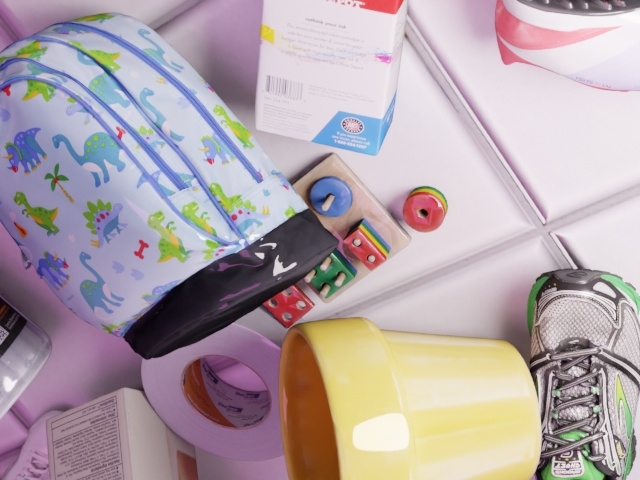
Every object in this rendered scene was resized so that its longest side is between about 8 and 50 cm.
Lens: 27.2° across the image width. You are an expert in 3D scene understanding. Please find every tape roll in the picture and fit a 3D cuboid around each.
[{"bbox_3d":[-0.103,0.162,1.602,0.219,0.072,0.219,9,125,14],"label":"tape roll"}]

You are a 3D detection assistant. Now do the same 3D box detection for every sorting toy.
[{"bbox_3d":[0.000,0.000,1.455,0.274,0.046,0.132,-37,101,28],"label":"sorting toy"}]

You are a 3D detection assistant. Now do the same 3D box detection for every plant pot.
[{"bbox_3d":[0.098,0.203,1.438,0.239,0.254,0.254,-6,127,-16],"label":"plant pot"}]

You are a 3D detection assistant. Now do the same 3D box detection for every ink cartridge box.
[{"bbox_3d":[0.013,-0.210,1.301,0.134,0.078,0.231,14,126,9],"label":"ink cartridge box"}]

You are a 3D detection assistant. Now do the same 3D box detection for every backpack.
[{"bbox_3d":[-0.202,-0.065,1.376,0.290,0.273,0.356,-31,82,44],"label":"backpack"}]

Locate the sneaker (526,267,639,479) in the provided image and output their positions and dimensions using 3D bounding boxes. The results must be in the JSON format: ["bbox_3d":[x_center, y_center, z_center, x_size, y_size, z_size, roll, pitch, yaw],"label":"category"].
[{"bbox_3d":[0.289,0.180,1.430,0.134,0.146,0.344,0,122,19],"label":"sneaker"}]

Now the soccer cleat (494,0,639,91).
[{"bbox_3d":[0.316,-0.180,1.215,0.318,0.109,0.116,14,147,7],"label":"soccer cleat"}]

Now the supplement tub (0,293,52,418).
[{"bbox_3d":[-0.504,0.098,1.622,0.316,0.194,0.193,43,126,-12],"label":"supplement tub"}]

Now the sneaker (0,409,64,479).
[{"bbox_3d":[-0.389,0.317,1.794,0.080,0.094,0.212,35,127,-4],"label":"sneaker"}]

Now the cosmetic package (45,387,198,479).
[{"bbox_3d":[-0.235,0.349,1.630,0.153,0.296,0.129,-22,153,31],"label":"cosmetic package"}]
